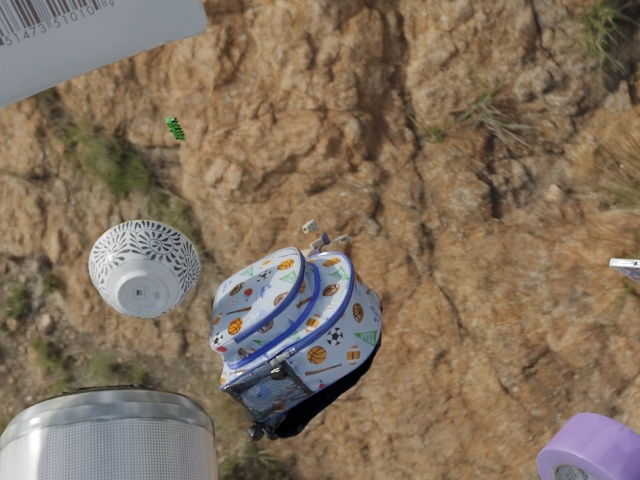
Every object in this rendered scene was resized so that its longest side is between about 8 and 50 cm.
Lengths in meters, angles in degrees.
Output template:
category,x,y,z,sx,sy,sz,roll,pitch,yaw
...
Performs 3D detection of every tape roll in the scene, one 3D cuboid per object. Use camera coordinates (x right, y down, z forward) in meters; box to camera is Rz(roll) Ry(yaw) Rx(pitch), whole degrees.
category,x,y,z,sx,sy,sz,roll,pitch,yaw
tape roll,0.410,0.344,1.148,0.080,0.189,0.189,-37,63,-24

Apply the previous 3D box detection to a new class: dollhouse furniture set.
category,x,y,z,sx,sy,sz,roll,pitch,yaw
dollhouse furniture set,0.000,0.000,1.496,0.091,0.081,0.114,64,154,-5

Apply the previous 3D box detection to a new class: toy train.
category,x,y,z,sx,sy,sz,roll,pitch,yaw
toy train,-0.288,-0.220,1.596,0.023,0.083,0.017,-4,70,3

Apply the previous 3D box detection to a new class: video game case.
category,x,y,z,sx,sy,sz,roll,pitch,yaw
video game case,0.422,0.042,0.959,0.122,0.087,0.011,4,75,49

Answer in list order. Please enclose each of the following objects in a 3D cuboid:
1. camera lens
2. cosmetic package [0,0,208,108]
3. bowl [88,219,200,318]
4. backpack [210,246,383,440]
category,x,y,z,sx,sy,sz,roll,pitch,yaw
camera lens,-0.208,0.296,0.800,0.219,0.219,0.274,-24,58,25
cosmetic package,-0.255,-0.276,0.660,0.217,0.156,0.385,-22,42,-6
bowl,-0.266,0.062,1.211,0.170,0.170,0.080,-44,28,19
backpack,-0.038,0.132,1.285,0.263,0.213,0.277,-26,33,11
